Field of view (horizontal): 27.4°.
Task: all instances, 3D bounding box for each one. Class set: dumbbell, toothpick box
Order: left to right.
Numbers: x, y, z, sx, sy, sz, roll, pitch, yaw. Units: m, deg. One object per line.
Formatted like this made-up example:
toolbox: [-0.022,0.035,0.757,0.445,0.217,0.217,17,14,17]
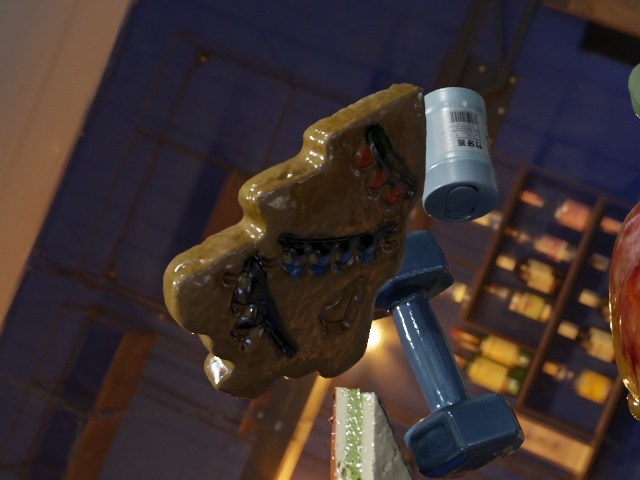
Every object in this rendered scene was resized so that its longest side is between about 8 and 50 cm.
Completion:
dumbbell: [0.144,0.151,1.736,0.159,0.325,0.144,-14,-21,-19]
toothpick box: [0.179,-0.114,1.744,0.101,0.101,0.153,90,178,-59]

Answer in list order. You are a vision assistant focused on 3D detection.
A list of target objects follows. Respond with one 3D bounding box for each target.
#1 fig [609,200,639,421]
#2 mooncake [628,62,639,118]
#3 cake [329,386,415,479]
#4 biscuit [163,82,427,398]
fig: [0.327,0.051,1.019,0.224,0.224,0.263,-60,-30,-33]
mooncake: [0.432,-0.174,1.460,0.104,0.168,0.175,30,-102,-45]
cake: [0.078,0.292,1.629,0.116,0.086,0.221,3,-94,-41]
biscuit: [0.001,0.001,1.093,0.278,0.043,0.302,19,-76,-52]
